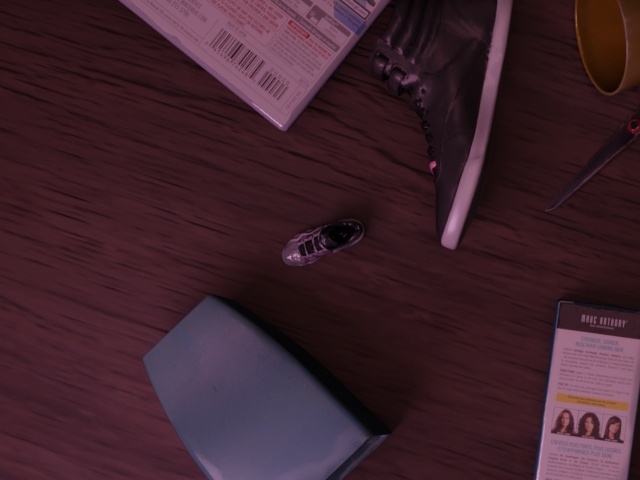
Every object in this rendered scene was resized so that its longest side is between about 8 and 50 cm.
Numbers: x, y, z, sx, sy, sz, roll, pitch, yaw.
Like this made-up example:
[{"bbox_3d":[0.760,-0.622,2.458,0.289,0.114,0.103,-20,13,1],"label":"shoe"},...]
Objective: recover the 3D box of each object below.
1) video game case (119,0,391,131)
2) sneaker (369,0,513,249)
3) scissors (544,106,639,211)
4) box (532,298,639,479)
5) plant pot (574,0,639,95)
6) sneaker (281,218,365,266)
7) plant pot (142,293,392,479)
[{"bbox_3d":[-0.072,-0.334,1.783,0.329,0.036,0.300,39,94,3],"label":"video game case"},{"bbox_3d":[0.119,-0.142,1.795,0.146,0.104,0.296,9,84,7],"label":"sneaker"},{"bbox_3d":[0.356,-0.145,1.813,0.297,0.021,0.109,-31,71,14],"label":"scissors"},{"bbox_3d":[0.292,0.191,1.794,0.100,0.060,0.244,8,90,4],"label":"box"},{"bbox_3d":[0.344,-0.230,1.767,0.095,0.134,0.134,-11,89,-12],"label":"plant pot"},{"bbox_3d":[0.000,0.000,1.815,0.098,0.069,0.038,-25,87,4],"label":"sneaker"},{"bbox_3d":[-0.069,0.179,1.780,0.165,0.166,0.234,-43,78,3],"label":"plant pot"}]
